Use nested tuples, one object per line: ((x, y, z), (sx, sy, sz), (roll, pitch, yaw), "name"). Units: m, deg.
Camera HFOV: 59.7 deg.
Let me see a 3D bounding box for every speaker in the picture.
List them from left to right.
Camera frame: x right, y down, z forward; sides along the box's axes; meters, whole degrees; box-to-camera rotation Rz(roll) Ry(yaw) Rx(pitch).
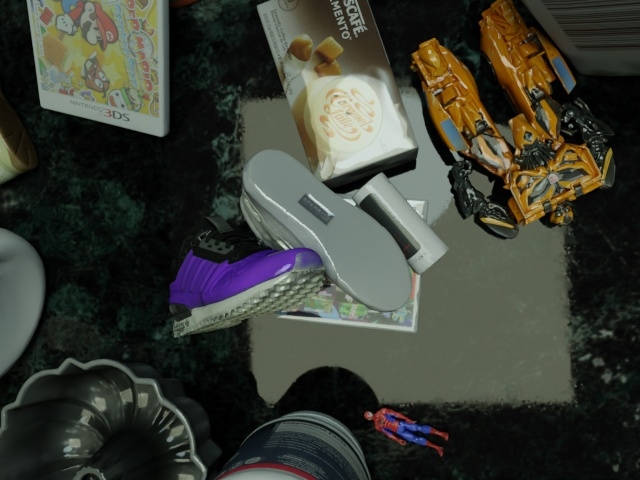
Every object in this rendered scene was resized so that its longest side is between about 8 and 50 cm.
((0.105, -0.022, 0.731), (0.055, 0.055, 0.136), (-41, 85, 6), "speaker")

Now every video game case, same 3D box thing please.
((-0.309, -0.274, 0.779), (0.206, 0.026, 0.227), (15, 122, 8), "video game case")
((0.042, 0.028, 0.779), (0.201, 0.023, 0.184), (5, 90, 8), "video game case")

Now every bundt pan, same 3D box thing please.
((-0.275, 0.314, 0.763), (0.330, 0.124, 0.331), (0, 89, 16), "bundt pan")

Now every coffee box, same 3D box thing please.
((0.025, -0.207, 0.745), (0.141, 0.098, 0.247), (-18, 87, 8), "coffee box")

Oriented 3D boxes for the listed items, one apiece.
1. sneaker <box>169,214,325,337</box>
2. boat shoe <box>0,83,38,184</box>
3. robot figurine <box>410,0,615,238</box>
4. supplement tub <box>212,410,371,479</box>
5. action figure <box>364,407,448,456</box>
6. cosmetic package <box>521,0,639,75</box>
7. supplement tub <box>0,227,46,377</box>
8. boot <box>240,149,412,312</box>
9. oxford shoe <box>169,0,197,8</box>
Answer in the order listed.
((-0.117, 0.030, 0.710), (0.293, 0.102, 0.146), (-24, 74, 44), "sneaker")
((-0.530, -0.216, 0.828), (0.089, 0.104, 0.285), (-28, 86, 5), "boat shoe")
((0.246, -0.147, 0.718), (0.211, 0.085, 0.291), (-30, 85, 8), "robot figurine")
((-0.037, 0.323, 0.661), (0.191, 0.272, 0.191), (0, 89, 9), "supplement tub")
((0.115, 0.258, 0.763), (0.115, 0.030, 0.038), (18, 97, 10), "action figure")
((0.404, -0.399, 0.519), (0.327, 0.329, 0.394), (15, 93, 41), "cosmetic package")
((-0.588, 0.065, 0.767), (0.324, 0.235, 0.236), (14, 91, 8), "supplement tub")
((0.000, 0.000, 0.719), (0.258, 0.123, 0.095), (46, 67, 5), "boot")
((-0.283, -0.356, 0.794), (0.271, 0.098, 0.097), (-27, 86, 8), "oxford shoe")
